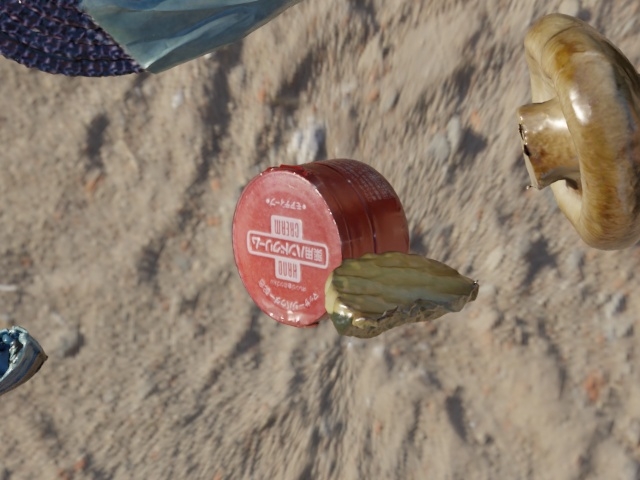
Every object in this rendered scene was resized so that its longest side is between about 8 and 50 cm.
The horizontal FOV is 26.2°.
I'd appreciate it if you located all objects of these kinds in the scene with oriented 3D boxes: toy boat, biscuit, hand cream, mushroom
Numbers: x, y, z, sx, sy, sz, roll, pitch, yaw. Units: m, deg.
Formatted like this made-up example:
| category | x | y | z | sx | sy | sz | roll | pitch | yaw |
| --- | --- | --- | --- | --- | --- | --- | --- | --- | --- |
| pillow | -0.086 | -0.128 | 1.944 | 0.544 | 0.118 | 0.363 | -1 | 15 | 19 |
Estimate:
| category | x | y | z | sx | sy | sz | roll | pitch | yaw |
| --- | --- | --- | --- | --- | --- | --- | --- | --- | --- |
| toy boat | -0.307 | 0.112 | 1.242 | 0.137 | 0.061 | 0.060 | -19 | 51 | 27 |
| biscuit | 0.073 | 0.059 | 1.413 | 0.118 | 0.183 | 0.061 | 35 | 125 | 39 |
| hand cream | 0.000 | 0.000 | 1.620 | 0.125 | 0.193 | 0.193 | -13 | 84 | -42 |
| mushroom | 0.278 | -0.117 | 1.431 | 0.146 | 0.278 | 0.278 | -15 | 86 | 3 |

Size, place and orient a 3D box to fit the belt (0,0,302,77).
| category | x | y | z | sx | sy | sz | roll | pitch | yaw |
| --- | --- | --- | --- | --- | --- | --- | --- | --- | --- |
| belt | -0.087 | -0.234 | 0.749 | 0.260 | 0.122 | 0.325 | 33 | 111 | -31 |
